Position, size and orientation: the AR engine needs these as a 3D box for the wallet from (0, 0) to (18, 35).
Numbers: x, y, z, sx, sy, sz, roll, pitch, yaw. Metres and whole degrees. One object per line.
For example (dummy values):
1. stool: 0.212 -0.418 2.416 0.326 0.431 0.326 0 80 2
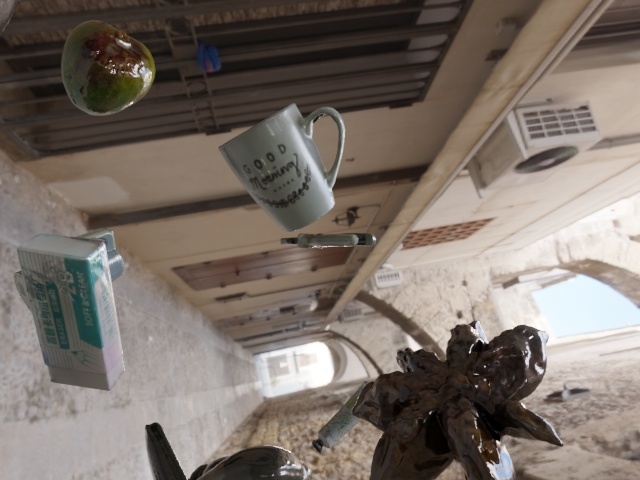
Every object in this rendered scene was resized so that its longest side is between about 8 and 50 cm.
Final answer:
1. wallet: -0.374 -0.278 0.458 0.250 0.044 0.149 150 -40 -77

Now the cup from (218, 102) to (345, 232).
1. cup: -0.048 -0.164 1.004 0.234 0.258 0.186 58 19 -16

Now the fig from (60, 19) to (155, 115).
1. fig: -0.460 -0.361 1.011 0.181 0.191 0.181 39 8 -6

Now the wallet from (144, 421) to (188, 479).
1. wallet: -0.177 0.372 0.615 0.245 0.052 0.169 43 -42 43

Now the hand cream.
1. hand cream: 0.061 0.404 1.073 0.067 0.194 0.042 42 -30 23

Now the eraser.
1. eraser: -0.332 0.101 0.641 0.052 0.095 0.225 -76 173 -61

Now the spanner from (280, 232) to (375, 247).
1. spanner: 0.000 0.000 1.221 0.324 0.095 0.040 -1 -91 48

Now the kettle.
1. kettle: -0.668 0.079 1.272 0.159 0.243 0.211 29 -48 23

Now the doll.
1. doll: -0.210 0.615 1.179 0.252 0.382 0.379 -111 -174 -55

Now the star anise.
1. star anise: 0.117 0.149 0.448 0.073 0.196 0.212 63 30 -19
